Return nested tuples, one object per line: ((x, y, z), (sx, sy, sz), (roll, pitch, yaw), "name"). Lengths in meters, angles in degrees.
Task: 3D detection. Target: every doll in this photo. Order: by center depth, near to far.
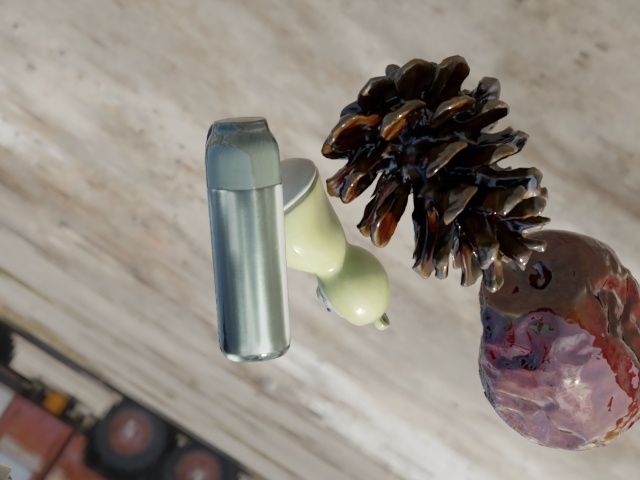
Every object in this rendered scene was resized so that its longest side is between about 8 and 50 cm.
((-0.010, 0.007, 1.903), (0.296, 0.117, 0.141), (56, -165, -22), "doll")

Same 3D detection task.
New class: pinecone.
((0.136, -0.074, 1.798), (0.309, 0.244, 0.244), (55, 179, 26), "pinecone")

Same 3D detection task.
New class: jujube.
((0.352, 0.150, 2.224), (0.276, 0.276, 0.377), (22, 160, 39), "jujube")

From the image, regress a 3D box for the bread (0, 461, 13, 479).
((-0.440, 0.274, 1.746), (0.224, 0.142, 0.212), (45, 177, 36), "bread")

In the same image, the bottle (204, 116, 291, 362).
((-0.080, -0.002, 1.623), (0.079, 0.254, 0.096), (-13, -165, -41), "bottle")
